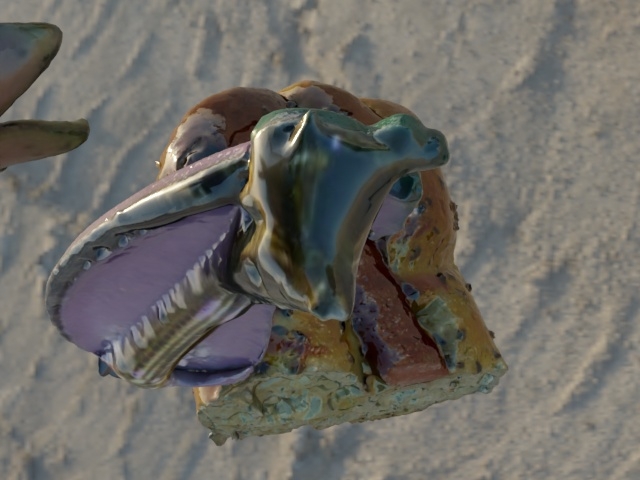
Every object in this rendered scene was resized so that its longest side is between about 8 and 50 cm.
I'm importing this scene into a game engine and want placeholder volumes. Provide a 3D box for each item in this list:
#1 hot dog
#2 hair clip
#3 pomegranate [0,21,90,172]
[{"bbox_3d":[0.000,0.000,1.524,0.196,0.367,0.365,-42,59,48],"label":"hot dog"},{"bbox_3d":[-0.058,0.023,0.710,0.359,0.110,0.095,-30,79,63],"label":"hair clip"},{"bbox_3d":[-0.241,0.004,0.493,0.291,0.291,0.323,14,66,43],"label":"pomegranate"}]
